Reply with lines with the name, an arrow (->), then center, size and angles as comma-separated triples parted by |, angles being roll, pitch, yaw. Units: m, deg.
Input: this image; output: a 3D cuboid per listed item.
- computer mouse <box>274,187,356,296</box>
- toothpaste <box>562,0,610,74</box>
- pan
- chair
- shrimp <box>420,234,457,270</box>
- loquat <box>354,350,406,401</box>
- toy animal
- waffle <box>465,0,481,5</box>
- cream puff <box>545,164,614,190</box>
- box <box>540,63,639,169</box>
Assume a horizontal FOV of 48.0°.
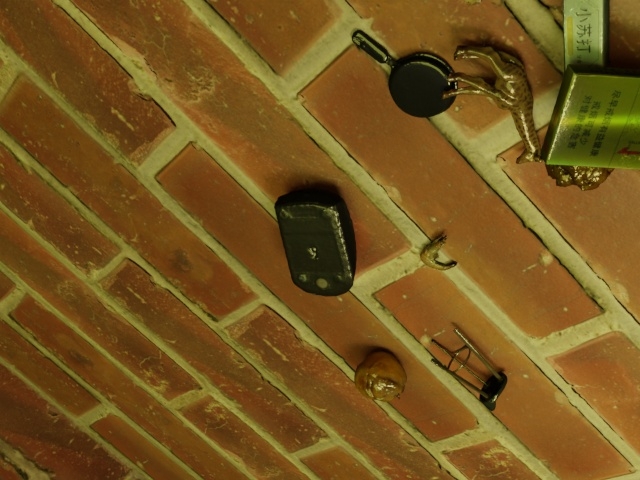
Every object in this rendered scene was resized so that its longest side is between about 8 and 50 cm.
computer mouse -> 0.000, 0.000, 1.669 | 0.170, 0.100, 0.269 | 0, 122, 20
toothpaste -> 0.440, -0.352, 1.181 | 0.071, 0.089, 0.312 | 6, 130, 28
pan -> 0.154, -0.322, 1.380 | 0.235, 0.028, 0.136 | 35, 133, -4
chair -> 0.373, 0.315, 1.760 | 0.221, 0.104, 0.095 | 43, 115, -9
shrimp -> 0.276, 0.029, 1.616 | 0.083, 0.023, 0.114 | 29, 139, -3
loquat -> 0.158, 0.358, 1.869 | 0.137, 0.137, 0.113 | 23, 129, 7
toy animal -> 0.339, -0.255, 1.327 | 0.275, 0.054, 0.149 | 36, 123, -14
waffle -> 0.297, -0.506, 1.038 | 0.091, 0.213, 0.308 | 36, 135, -1
cream puff -> 0.473, -0.141, 1.321 | 0.116, 0.094, 0.122 | 54, 171, -34
box -> 0.545, -0.200, 1.207 | 0.311, 0.043, 0.172 | 2, 127, -4
